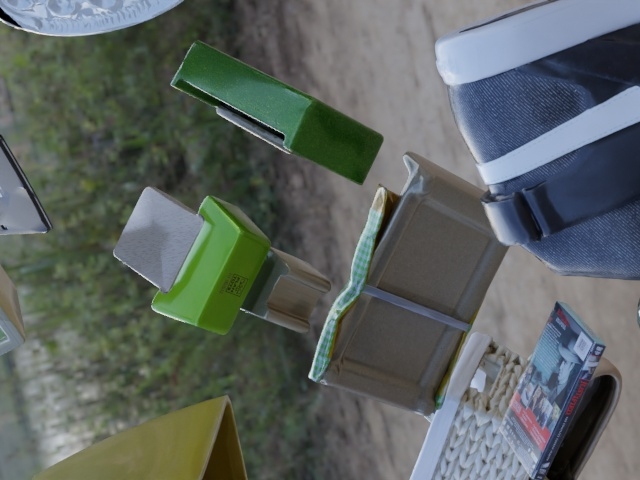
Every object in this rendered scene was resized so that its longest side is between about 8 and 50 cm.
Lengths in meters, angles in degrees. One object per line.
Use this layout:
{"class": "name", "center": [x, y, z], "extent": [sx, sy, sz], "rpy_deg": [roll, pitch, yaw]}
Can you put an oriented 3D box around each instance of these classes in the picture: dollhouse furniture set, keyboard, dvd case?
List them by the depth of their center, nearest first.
{"class": "dvd case", "center": [0.179, 0.116, 1.069], "extent": [0.087, 0.013, 0.119], "rpy_deg": [-120, 48, -69]}
{"class": "dollhouse furniture set", "center": [0.000, 0.000, 1.112], "extent": [0.151, 0.301, 0.197], "rpy_deg": [30, 94, 45]}
{"class": "keyboard", "center": [-0.344, -0.067, 1.402], "extent": [0.192, 0.100, 0.038], "rpy_deg": [79, -169, -59]}

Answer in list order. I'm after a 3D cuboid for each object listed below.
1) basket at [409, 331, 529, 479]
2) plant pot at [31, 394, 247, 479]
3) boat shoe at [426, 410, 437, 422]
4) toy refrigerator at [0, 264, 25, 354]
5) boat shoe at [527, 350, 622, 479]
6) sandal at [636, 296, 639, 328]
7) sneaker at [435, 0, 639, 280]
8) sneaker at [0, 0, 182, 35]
{"class": "basket", "center": [0.156, 0.194, 1.312], "extent": [0.113, 0.103, 0.167], "rpy_deg": [-55, -15, -52]}
{"class": "plant pot", "center": [-0.160, 0.281, 1.187], "extent": [0.212, 0.187, 0.212], "rpy_deg": [-78, -22, -76]}
{"class": "boat shoe", "center": [0.150, 0.218, 1.486], "extent": [0.137, 0.043, 0.049], "rpy_deg": [57, -176, 33]}
{"class": "toy refrigerator", "center": [-0.353, -0.004, 1.125], "extent": [0.269, 0.102, 0.094], "rpy_deg": [65, 179, -38]}
{"class": "boat shoe", "center": [0.232, 0.275, 1.581], "extent": [0.341, 0.121, 0.110], "rpy_deg": [-64, 23, 6]}
{"class": "sandal", "center": [0.338, 0.053, 0.892], "extent": [0.303, 0.120, 0.086], "rpy_deg": [-22, 46, 52]}
{"class": "sneaker", "center": [0.161, -0.051, 0.515], "extent": [0.079, 0.217, 0.121], "rpy_deg": [-86, -21, -78]}
{"class": "sneaker", "center": [-0.121, -0.311, 1.079], "extent": [0.130, 0.323, 0.236], "rpy_deg": [47, -150, -40]}
